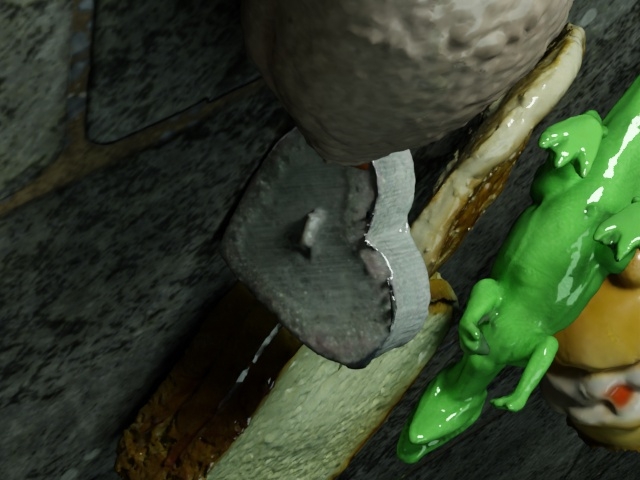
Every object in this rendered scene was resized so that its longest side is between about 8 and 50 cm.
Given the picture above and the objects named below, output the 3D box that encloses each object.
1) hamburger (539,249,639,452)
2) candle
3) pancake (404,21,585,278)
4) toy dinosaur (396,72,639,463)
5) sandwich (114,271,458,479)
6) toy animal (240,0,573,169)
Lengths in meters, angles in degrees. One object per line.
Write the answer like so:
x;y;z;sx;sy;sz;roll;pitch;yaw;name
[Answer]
0.343;0.069;1.761;0.276;0.276;0.237;-36;118;-12;hamburger
0.000;0.000;1.241;0.168;0.192;0.068;-3;-176;38;candle
0.134;-0.064;1.328;0.282;0.049;0.282;-53;174;-8;pancake
0.264;-0.020;1.558;0.500;0.144;0.374;-48;169;-33;toy dinosaur
-0.019;0.122;1.469;0.271;0.099;0.301;-56;154;14;sandwich
0.067;-0.176;0.971;0.226;0.188;0.358;-22;151;-27;toy animal
